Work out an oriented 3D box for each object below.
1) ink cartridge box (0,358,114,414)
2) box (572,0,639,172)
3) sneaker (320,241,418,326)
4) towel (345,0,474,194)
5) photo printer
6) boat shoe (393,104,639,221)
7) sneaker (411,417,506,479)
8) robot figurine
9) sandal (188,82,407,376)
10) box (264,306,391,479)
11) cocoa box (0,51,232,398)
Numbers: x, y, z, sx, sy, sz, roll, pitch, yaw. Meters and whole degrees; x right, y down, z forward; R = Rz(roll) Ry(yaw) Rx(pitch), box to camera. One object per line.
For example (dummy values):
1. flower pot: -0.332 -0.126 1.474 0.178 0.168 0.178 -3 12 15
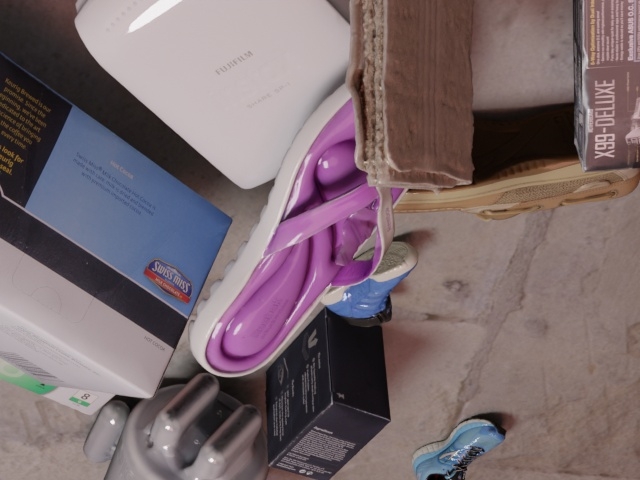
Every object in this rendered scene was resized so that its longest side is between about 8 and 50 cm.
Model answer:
1. ink cartridge box: -0.304 0.122 2.085 0.181 0.056 0.225 27 131 -29
2. box: 0.379 -0.224 1.660 0.243 0.076 0.307 -5 121 3
3. sneaker: 0.075 0.058 2.026 0.152 0.058 0.084 -27 127 30
4. towel: 0.091 -0.187 1.584 0.049 0.282 0.187 1 179 32
5. photo printer: -0.079 -0.210 1.689 0.256 0.107 0.307 -27 132 24
6. boat shoe: 0.196 -0.068 1.849 0.341 0.121 0.110 -6 137 2
7. sneaker: 0.199 0.308 2.298 0.063 0.073 0.162 30 129 -30
8. robot figurine: -0.190 0.332 2.210 0.300 0.200 0.353 37 136 14
9. sandal: 0.012 0.001 1.727 0.169 0.102 0.416 6 127 -42
10. box: 0.007 0.199 2.107 0.093 0.156 0.158 20 133 -24
11. cocoa box: -0.316 -0.012 1.752 0.347 0.228 0.231 36 158 -35
